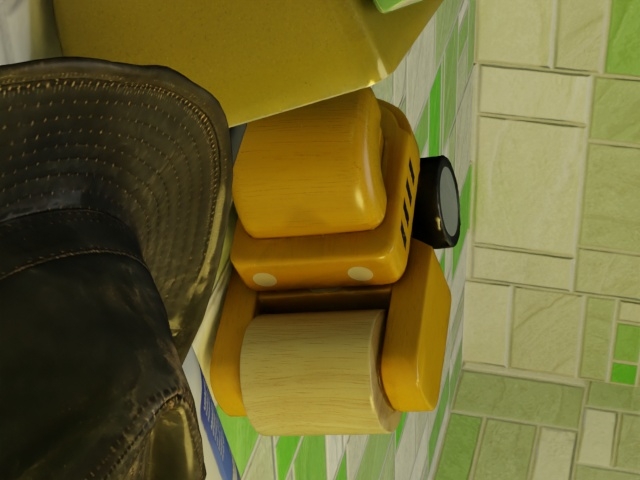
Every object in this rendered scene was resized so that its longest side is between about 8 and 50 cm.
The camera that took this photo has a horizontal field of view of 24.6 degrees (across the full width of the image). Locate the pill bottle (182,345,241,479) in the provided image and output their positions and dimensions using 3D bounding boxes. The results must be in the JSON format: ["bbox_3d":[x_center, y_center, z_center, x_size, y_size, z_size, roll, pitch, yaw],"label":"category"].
[{"bbox_3d":[-0.139,0.118,0.900,0.272,0.152,0.152,78,23,-55],"label":"pill bottle"}]

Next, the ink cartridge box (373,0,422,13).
[{"bbox_3d":[0.054,-0.297,0.897,0.278,0.117,0.201,62,31,-2],"label":"ink cartridge box"}]

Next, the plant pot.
[{"bbox_3d":[-0.058,-0.196,0.950,0.187,0.212,0.212,68,26,-19],"label":"plant pot"}]

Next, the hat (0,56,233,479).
[{"bbox_3d":[-0.128,0.088,0.624,0.331,0.134,0.331,-32,147,-24],"label":"hat"}]

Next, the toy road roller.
[{"bbox_3d":[0.000,0.000,1.381,0.240,0.202,0.330,62,30,-49],"label":"toy road roller"}]

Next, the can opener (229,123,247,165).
[{"bbox_3d":[-0.066,-0.102,1.230,0.076,0.095,0.283,77,23,-55],"label":"can opener"}]
